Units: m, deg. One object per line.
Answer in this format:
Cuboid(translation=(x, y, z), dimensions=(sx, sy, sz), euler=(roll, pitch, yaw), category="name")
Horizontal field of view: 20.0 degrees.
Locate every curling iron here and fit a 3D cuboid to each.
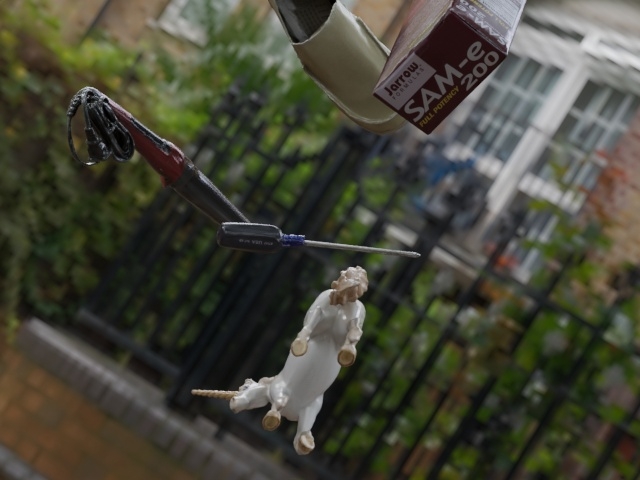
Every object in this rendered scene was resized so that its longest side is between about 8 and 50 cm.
Cuboid(translation=(-0.136, -0.055, 1.600), dimensions=(0.035, 0.068, 0.274), euler=(-7, -26, 30), category="curling iron")

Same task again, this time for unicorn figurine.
Cuboid(translation=(-0.013, 0.082, 1.133), dimensions=(0.060, 0.162, 0.111), euler=(41, 16, -10), category="unicorn figurine")

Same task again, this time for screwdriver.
Cuboid(translation=(0.000, 0.000, 1.445), dimensions=(0.170, 0.025, 0.024), euler=(1, -9, -17), category="screwdriver")

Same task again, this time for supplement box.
Cuboid(translation=(0.139, -0.223, 1.731), dimensions=(0.073, 0.239, 0.130), euler=(36, -48, -10), category="supplement box")

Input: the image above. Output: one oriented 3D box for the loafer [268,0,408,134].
Cuboid(translation=(0.012, -0.241, 2.234), dimensions=(0.268, 0.102, 0.092), euler=(51, 13, 7), category="loafer")
